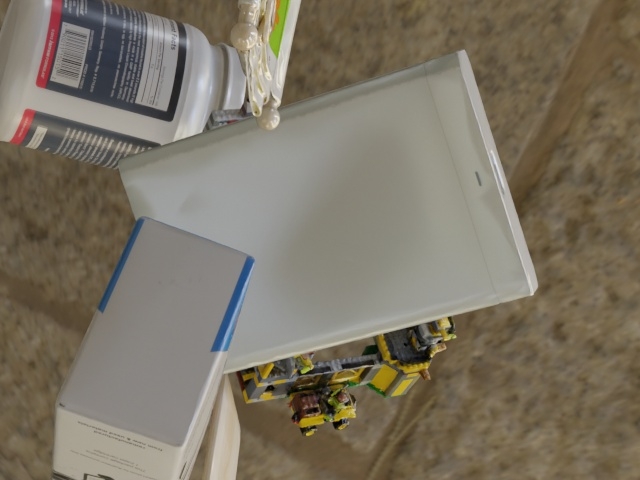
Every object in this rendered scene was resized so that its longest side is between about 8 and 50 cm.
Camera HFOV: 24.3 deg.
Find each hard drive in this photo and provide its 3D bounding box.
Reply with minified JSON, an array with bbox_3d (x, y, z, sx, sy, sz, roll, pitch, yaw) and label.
[{"bbox_3d":[0.003,-0.015,1.231,0.307,0.040,0.203,-16,97,19],"label":"hard drive"}]

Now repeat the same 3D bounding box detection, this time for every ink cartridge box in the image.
[{"bbox_3d":[-0.116,0.105,0.990,0.086,0.203,0.148,18,57,1],"label":"ink cartridge box"}]

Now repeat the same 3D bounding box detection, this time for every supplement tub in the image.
[{"bbox_3d":[-0.243,-0.181,1.752,0.272,0.191,0.191,14,76,-20],"label":"supplement tub"}]

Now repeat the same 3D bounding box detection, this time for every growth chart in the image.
[{"bbox_3d":[-0.026,-0.165,0.907,0.021,0.237,0.172,10,80,3],"label":"growth chart"}]

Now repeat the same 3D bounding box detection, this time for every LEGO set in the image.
[{"bbox_3d":[0.000,0.000,1.446,0.255,0.192,0.331,1,59,-22],"label":"LEGO set"}]

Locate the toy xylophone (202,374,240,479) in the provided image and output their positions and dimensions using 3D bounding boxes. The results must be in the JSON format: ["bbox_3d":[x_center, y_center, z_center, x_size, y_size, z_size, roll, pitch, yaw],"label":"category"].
[{"bbox_3d":[-0.134,0.218,1.381,0.081,0.236,0.323,1,44,6],"label":"toy xylophone"}]
